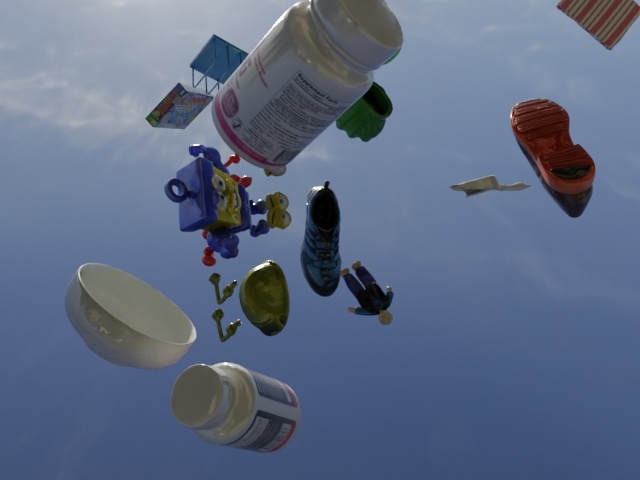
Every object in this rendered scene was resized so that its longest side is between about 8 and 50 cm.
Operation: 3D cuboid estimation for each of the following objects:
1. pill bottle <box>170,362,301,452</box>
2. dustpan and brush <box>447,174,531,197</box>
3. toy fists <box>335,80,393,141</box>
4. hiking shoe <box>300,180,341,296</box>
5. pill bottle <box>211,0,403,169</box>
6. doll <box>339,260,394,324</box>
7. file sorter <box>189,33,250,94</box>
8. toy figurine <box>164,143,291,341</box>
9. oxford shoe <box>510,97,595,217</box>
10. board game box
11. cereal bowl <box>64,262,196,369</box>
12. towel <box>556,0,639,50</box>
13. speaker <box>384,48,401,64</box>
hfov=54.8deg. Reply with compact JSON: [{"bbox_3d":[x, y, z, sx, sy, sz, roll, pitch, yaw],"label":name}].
[{"bbox_3d":[-0.189,0.376,1.394,0.176,0.318,0.176,-11,-117,23],"label":"pill bottle"},{"bbox_3d":[0.471,-0.149,1.705,0.211,0.060,0.147,-14,-179,4],"label":"dustpan and brush"},{"bbox_3d":[0.051,-0.358,1.432,0.096,0.142,0.279,-40,-87,-34],"label":"toy fists"},{"bbox_3d":[0.000,0.000,1.648,0.113,0.132,0.304,-4,-92,-3],"label":"hiking shoe"},{"bbox_3d":[-0.023,-0.245,0.914,0.160,0.283,0.160,28,-136,-30],"label":"pill bottle"},{"bbox_3d":[0.122,0.143,1.579,0.129,0.046,0.189,-30,-122,-12],"label":"doll"},{"bbox_3d":[-0.237,-0.427,1.613,0.170,0.118,0.105,20,-133,-36],"label":"file sorter"},{"bbox_3d":[-0.185,-0.024,1.012,0.217,0.191,0.363,23,-125,-54],"label":"toy figurine"},{"bbox_3d":[0.389,-0.149,1.062,0.096,0.098,0.271,-12,-137,11],"label":"oxford shoe"},{"bbox_3d":[-0.381,-0.365,1.693,0.035,0.136,0.201,48,-165,2],"label":"board game box"},{"bbox_3d":[-0.483,0.207,1.522,0.339,0.141,0.339,36,-176,-3],"label":"cereal bowl"},{"bbox_3d":[0.764,-0.635,1.691,0.197,0.144,0.029,40,-178,0],"label":"towel"},{"bbox_3d":[0.130,-0.692,1.948,0.296,0.131,0.131,37,-150,-35],"label":"speaker"}]
